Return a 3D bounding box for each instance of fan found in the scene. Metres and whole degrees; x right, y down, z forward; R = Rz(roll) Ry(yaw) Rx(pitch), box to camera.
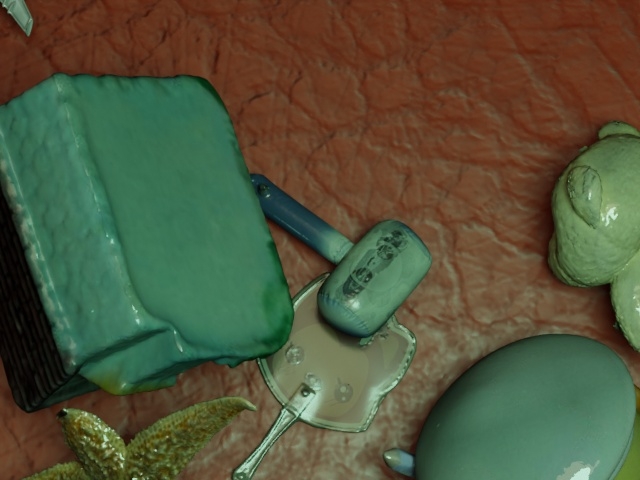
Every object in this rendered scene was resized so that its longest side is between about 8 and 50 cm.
[{"bbox_3d":[-0.011,0.138,1.720,0.132,0.009,0.220,36,80,6],"label":"fan"}]

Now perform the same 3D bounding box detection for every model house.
[{"bbox_3d":[-0.208,0.017,1.657,0.248,0.230,0.281,-26,77,35],"label":"model house"}]

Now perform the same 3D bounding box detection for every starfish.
[{"bbox_3d":[-0.148,0.230,1.634,0.295,0.048,0.231,-26,102,25],"label":"starfish"}]

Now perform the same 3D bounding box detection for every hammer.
[{"bbox_3d":[0.000,0.000,1.719,0.194,0.069,0.116,36,71,14],"label":"hammer"}]

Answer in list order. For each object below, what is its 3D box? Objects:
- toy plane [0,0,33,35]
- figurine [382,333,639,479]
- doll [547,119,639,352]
[{"bbox_3d":[-0.334,-0.255,1.745,0.162,0.065,0.171,20,85,12],"label":"toy plane"},{"bbox_3d":[0.248,0.266,1.621,0.224,0.205,0.382,-36,92,-2],"label":"figurine"},{"bbox_3d":[0.317,0.030,1.711,0.278,0.175,0.149,45,119,-4],"label":"doll"}]
